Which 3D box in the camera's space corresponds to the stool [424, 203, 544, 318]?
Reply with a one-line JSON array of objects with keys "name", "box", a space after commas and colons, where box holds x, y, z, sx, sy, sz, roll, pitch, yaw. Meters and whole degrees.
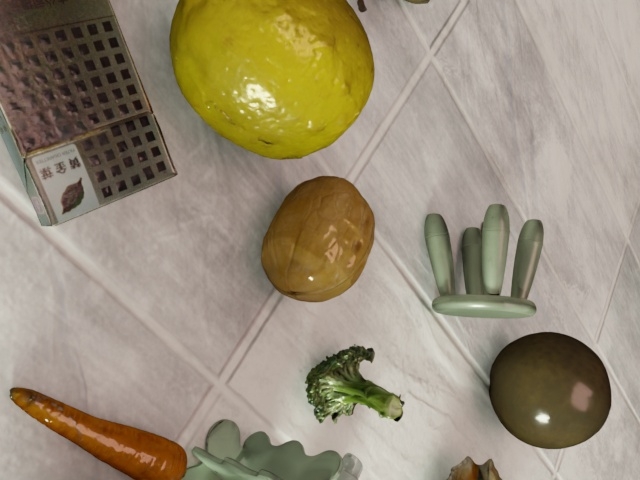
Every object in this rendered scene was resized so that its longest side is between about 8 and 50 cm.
[{"name": "stool", "box": [0.317, 0.047, 1.241, 0.195, 0.195, 0.198, 11, 78, -43]}]

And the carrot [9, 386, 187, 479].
[{"name": "carrot", "box": [-0.256, 0.238, 0.770, 0.257, 0.061, 0.061, 41, 61, -32]}]

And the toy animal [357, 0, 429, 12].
[{"name": "toy animal", "box": [0.121, -0.491, 1.153, 0.214, 0.094, 0.186, 45, 50, -23]}]

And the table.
[{"name": "table", "box": [-0.072, 0.334, 0.841, 0.167, 0.198, 0.166, 4, 84, -44]}]

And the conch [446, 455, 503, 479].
[{"name": "conch", "box": [0.273, 0.594, 1.174, 0.297, 0.210, 0.352, 24, 38, -38]}]

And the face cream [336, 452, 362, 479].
[{"name": "face cream", "box": [-0.002, 0.447, 0.973, 0.101, 0.101, 0.251, 51, 55, -29]}]

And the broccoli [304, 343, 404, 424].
[{"name": "broccoli", "box": [0.058, 0.231, 0.976, 0.122, 0.204, 0.118, -11, 94, -29]}]

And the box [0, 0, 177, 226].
[{"name": "box", "box": [-0.306, -0.198, 0.753, 0.180, 0.047, 0.324, -31, 108, -40]}]

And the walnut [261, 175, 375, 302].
[{"name": "walnut", "box": [0.000, 0.000, 0.963, 0.165, 0.165, 0.197, 49, 49, -31]}]

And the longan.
[{"name": "longan", "box": [0.487, 0.313, 1.353, 0.258, 0.258, 0.258, 3, 85, -44]}]

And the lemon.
[{"name": "lemon", "box": [-0.065, -0.242, 0.850, 0.284, 0.261, 0.260, 6, 83, -50]}]

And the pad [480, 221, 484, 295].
[{"name": "pad", "box": [0.376, 0.065, 1.427, 0.113, 0.006, 0.187, 28, 69, -39]}]
